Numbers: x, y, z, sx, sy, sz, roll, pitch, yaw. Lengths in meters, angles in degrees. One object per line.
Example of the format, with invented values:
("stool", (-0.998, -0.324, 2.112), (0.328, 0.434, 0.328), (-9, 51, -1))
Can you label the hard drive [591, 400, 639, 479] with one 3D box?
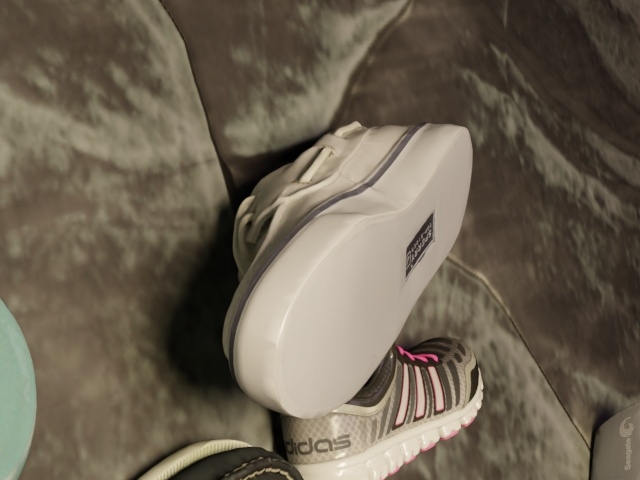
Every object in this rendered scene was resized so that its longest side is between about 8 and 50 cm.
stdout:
("hard drive", (0.241, 0.253, 1.137), (0.172, 0.054, 0.255), (31, 53, -49))

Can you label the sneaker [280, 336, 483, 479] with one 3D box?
("sneaker", (0.032, 0.074, 0.875), (0.170, 0.063, 0.075), (-27, 107, -52))

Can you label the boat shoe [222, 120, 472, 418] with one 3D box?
("boat shoe", (0.000, 0.000, 0.829), (0.267, 0.088, 0.096), (-51, 146, -55))

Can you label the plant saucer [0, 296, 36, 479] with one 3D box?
("plant saucer", (-0.148, 0.057, 0.644), (0.119, 0.021, 0.119), (28, 55, -49))

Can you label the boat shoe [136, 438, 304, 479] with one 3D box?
("boat shoe", (-0.056, 0.195, 0.646), (0.127, 0.113, 0.340), (64, 34, -17))
